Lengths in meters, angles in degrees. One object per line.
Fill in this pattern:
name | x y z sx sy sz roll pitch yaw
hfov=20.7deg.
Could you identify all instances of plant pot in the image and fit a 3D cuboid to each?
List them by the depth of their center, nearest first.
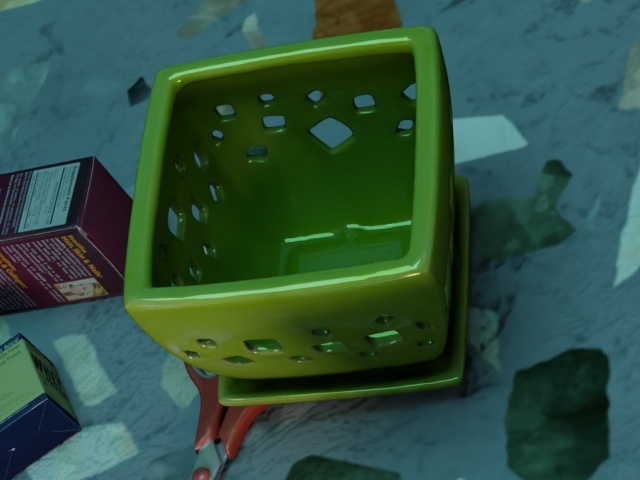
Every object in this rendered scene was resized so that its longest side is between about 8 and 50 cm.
plant pot | 0.000 0.000 1.313 0.228 0.207 0.227 -6 55 15

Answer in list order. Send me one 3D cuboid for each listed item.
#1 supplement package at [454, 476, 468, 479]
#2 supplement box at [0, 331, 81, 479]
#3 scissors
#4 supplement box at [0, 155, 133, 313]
supplement package | 0.097 0.315 1.038 0.145 0.204 0.262 -27 48 12
supplement box | -0.259 0.140 1.468 0.083 0.056 0.083 -35 47 2
scissors | -0.078 0.169 1.368 0.109 0.021 0.297 -7 52 22
supplement box | -0.259 0.000 1.539 0.188 0.104 0.081 -10 52 23
